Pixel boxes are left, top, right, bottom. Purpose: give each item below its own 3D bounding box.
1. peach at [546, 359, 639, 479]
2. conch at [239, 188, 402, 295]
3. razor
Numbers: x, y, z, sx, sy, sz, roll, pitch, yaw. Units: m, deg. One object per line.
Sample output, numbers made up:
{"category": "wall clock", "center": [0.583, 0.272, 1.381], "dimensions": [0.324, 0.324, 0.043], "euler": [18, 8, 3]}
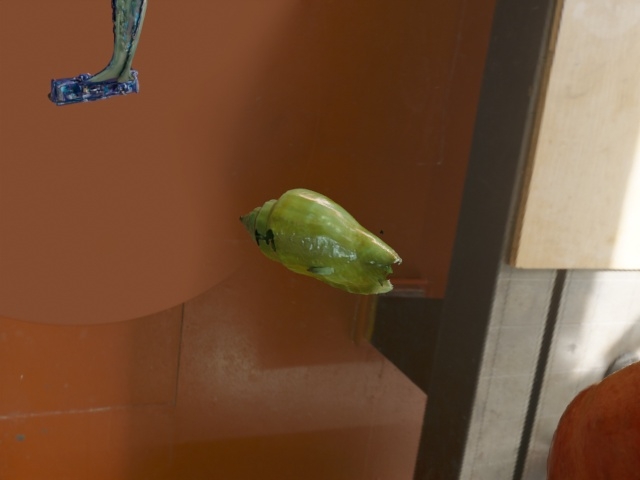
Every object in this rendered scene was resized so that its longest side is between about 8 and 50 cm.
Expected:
{"category": "peach", "center": [0.271, 0.198, 0.345], "dimensions": [0.232, 0.257, 0.232], "euler": [-5, 149, -3]}
{"category": "conch", "center": [-0.004, 0.001, 0.550], "dimensions": [0.079, 0.201, 0.095], "euler": [-46, 148, -17]}
{"category": "razor", "center": [-0.163, -0.227, 0.470], "dimensions": [0.093, 0.324, 0.056], "euler": [-24, 72, -39]}
